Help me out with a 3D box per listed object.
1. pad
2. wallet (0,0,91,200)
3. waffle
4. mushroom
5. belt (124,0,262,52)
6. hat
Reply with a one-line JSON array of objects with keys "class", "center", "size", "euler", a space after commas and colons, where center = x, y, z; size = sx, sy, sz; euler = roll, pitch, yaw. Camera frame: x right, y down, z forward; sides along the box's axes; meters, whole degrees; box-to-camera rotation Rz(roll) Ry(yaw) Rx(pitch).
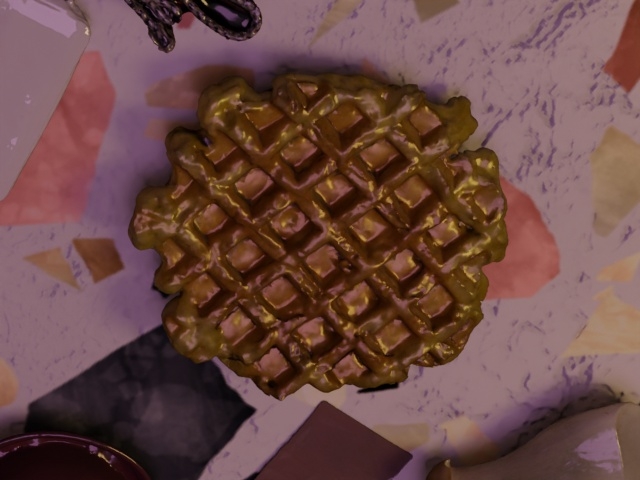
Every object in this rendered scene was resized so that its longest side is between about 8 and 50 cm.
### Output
[{"class": "pad", "center": [-0.013, 0.242, 1.574], "size": [0.113, 0.006, 0.188], "euler": [34, 106, -22]}, {"class": "wallet", "center": [-0.253, -0.119, 1.328], "size": [0.095, 0.033, 0.190], "euler": [25, 111, -22]}, {"class": "waffle", "center": [0.000, 0.000, 1.415], "size": [0.324, 0.068, 0.302], "euler": [3, 117, -9]}, {"class": "mushroom", "center": [0.209, 0.223, 1.561], "size": [0.225, 0.093, 0.116], "euler": [-19, 108, 11]}, {"class": "belt", "center": [-0.195, -0.257, 1.232], "size": [0.359, 0.094, 0.126], "euler": [25, 106, -22]}, {"class": "hat", "center": [-0.240, 0.259, 1.497], "size": [0.205, 0.089, 0.206], "euler": [-4, 119, -8]}]
